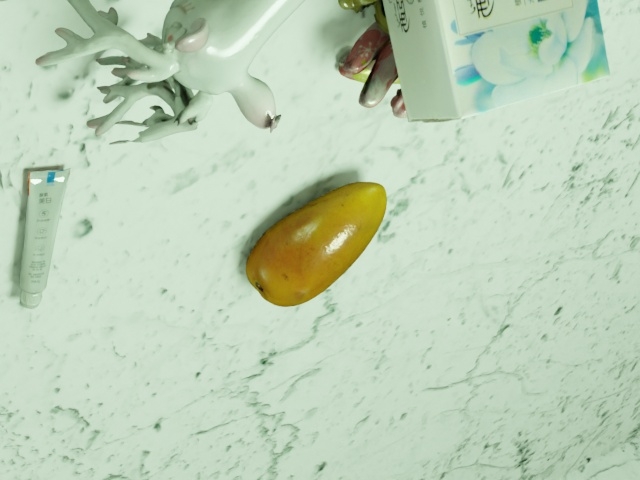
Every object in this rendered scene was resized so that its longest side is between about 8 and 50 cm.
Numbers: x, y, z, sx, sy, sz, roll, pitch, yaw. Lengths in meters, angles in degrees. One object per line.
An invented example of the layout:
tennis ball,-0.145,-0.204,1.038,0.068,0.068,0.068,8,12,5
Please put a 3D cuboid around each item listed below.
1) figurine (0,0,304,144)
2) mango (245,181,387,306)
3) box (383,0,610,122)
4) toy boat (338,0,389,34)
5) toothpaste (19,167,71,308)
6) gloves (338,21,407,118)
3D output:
figurine,-0.113,-0.219,1.101,0.316,0.284,0.206,-50,140,-25
mango,0.004,0.005,1.527,0.217,0.102,0.141,-42,150,10
box,0.173,-0.279,1.233,0.203,0.116,0.274,-17,102,-24
toy boat,0.127,-0.292,1.314,0.226,0.068,0.088,-23,104,-24
toothpaste,-0.314,-0.002,1.316,0.048,0.031,0.190,-7,131,-31
gloves,0.123,-0.214,1.367,0.241,0.145,0.126,1,120,-46
